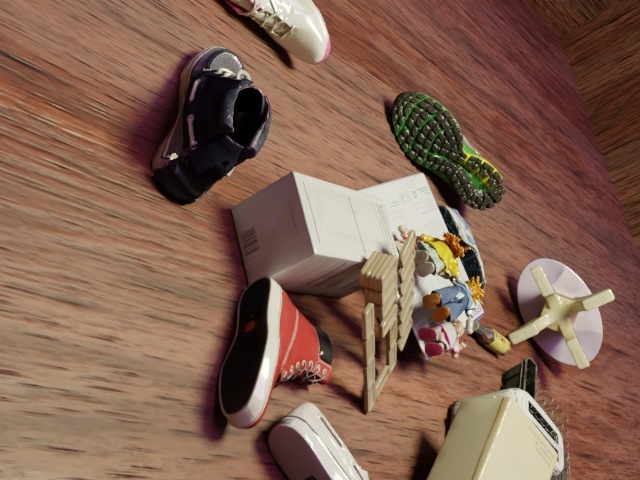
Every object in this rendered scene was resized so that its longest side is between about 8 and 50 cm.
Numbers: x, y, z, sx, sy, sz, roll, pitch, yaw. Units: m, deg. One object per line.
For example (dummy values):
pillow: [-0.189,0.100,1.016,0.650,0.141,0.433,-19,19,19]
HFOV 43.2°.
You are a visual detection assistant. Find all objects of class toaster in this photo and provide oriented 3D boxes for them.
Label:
toaster: [0.350,0.376,1.500,0.227,0.146,0.129,49,34,-22]

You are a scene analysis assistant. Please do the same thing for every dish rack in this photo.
dish rack: [0.478,0.412,1.733,0.272,0.074,0.208,51,34,-19]

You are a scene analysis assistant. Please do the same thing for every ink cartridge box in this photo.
ink cartridge box: [0.177,0.043,1.576,0.324,0.071,0.330,-19,86,-58]

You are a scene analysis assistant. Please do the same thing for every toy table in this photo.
toy table: [0.567,0.175,1.907,0.274,0.252,0.161,53,14,7]

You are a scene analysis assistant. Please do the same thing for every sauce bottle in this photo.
sauce bottle: [0.366,0.210,1.751,0.128,0.042,0.042,35,41,-40]

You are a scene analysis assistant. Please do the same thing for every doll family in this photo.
doll family: [0.228,0.078,1.450,0.163,0.118,0.263,-16,82,-58]

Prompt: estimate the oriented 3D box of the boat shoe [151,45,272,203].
boat shoe: [-0.134,-0.207,1.216,0.127,0.158,0.341,41,37,-31]

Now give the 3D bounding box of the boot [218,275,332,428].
boot: [-0.046,0.186,1.121,0.176,0.088,0.244,47,31,-27]

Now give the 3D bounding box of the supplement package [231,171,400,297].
supplement package: [0.000,0.000,1.279,0.244,0.133,0.139,13,57,-52]

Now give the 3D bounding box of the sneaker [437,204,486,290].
sneaker: [0.318,0.016,1.791,0.081,0.080,0.211,-8,75,-54]

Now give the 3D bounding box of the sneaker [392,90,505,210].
sneaker: [0.285,-0.213,1.906,0.343,0.134,0.146,46,10,-19]

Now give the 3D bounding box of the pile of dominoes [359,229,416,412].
pile of dominoes: [0.097,0.123,1.288,0.196,0.040,0.251,-53,151,-41]

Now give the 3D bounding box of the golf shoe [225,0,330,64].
golf shoe: [-0.108,-0.437,1.499,0.306,0.115,0.140,47,44,-12]

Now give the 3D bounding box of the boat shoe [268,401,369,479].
boat shoe: [0.030,0.345,1.108,0.268,0.096,0.088,54,36,1]

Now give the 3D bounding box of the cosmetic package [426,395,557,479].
cosmetic package: [0.251,0.417,1.276,0.160,0.113,0.309,49,49,-20]
